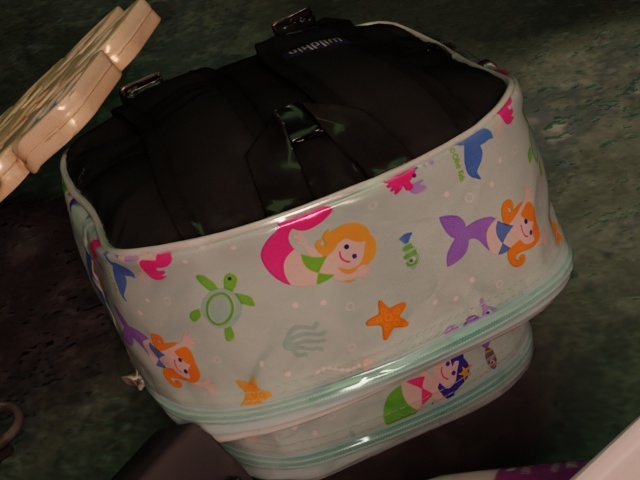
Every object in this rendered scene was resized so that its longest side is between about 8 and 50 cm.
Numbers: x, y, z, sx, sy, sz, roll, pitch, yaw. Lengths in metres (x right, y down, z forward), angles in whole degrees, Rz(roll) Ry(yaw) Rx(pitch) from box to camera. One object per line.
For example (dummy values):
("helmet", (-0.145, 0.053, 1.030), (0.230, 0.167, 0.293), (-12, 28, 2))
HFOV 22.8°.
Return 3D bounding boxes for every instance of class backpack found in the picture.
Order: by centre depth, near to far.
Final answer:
("backpack", (0.000, 0.000, 0.760), (0.225, 0.191, 0.253), (-22, 14, -9))

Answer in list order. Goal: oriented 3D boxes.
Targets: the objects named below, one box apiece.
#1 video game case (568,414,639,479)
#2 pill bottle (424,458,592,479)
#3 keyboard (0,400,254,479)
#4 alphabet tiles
("video game case", (0.086, 0.185, 0.410), (0.227, 0.026, 0.206), (-43, 74, 3))
("pill bottle", (0.178, 0.144, 0.496), (0.302, 0.169, 0.169), (-7, 32, 12))
("keyboard", (-0.127, 0.175, 0.573), (0.033, 0.201, 0.317), (-41, 5, 48))
("alphabet tiles", (-0.205, -0.030, 0.930), (0.284, 0.021, 0.278), (-36, 17, 30))
